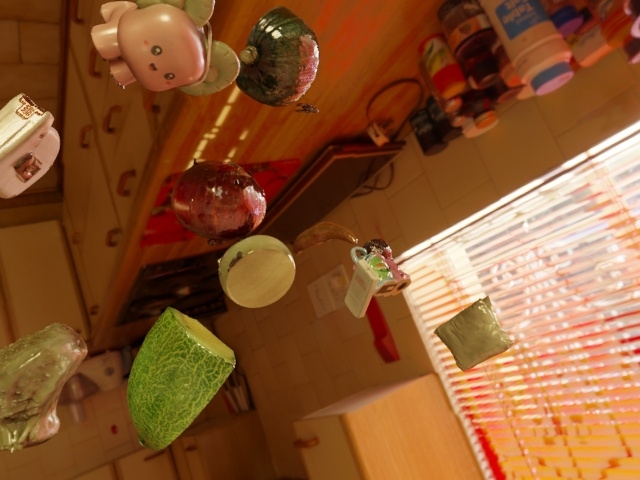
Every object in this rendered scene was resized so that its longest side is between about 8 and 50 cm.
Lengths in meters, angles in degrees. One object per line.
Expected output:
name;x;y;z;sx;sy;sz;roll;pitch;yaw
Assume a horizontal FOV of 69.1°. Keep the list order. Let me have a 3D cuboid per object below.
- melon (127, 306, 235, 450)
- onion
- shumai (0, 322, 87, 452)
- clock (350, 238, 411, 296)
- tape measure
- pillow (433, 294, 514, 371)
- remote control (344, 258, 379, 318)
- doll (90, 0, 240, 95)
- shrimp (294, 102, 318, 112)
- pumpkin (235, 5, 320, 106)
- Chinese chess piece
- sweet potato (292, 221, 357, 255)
melon;-0.308;0.312;0.949;0.323;0.196;0.124;-58;158;13
onion;-0.293;-0.110;1.371;0.276;0.276;0.276;-20;168;-5
shumai;-0.597;0.311;1.003;0.260;0.222;0.225;-31;-166;5
clock;0.192;0.083;1.549;0.194;0.195;0.100;3;136;-44
tape measure;-0.874;-0.256;1.334;0.258;0.130;0.265;-56;-178;-19
pillow;0.365;0.223;1.106;0.078;0.134;0.181;-7;150;-32
remote control;0.122;0.151;1.409;0.029;0.087;0.190;-12;136;-30
doll;-0.327;-0.433;0.987;0.268;0.216;0.284;-11;143;4
shrimp;-0.052;-0.489;1.709;0.092;0.029;0.038;-1;130;0
pumpkin;-0.118;-0.573;1.511;0.263;0.197;0.293;-42;163;-51
Chinese chess piece;-0.189;0.089;1.388;0.237;0.092;0.238;-13;126;-18
sweet potato;0.001;-0.011;1.286;0.058;0.078;0.255;4;168;-45
